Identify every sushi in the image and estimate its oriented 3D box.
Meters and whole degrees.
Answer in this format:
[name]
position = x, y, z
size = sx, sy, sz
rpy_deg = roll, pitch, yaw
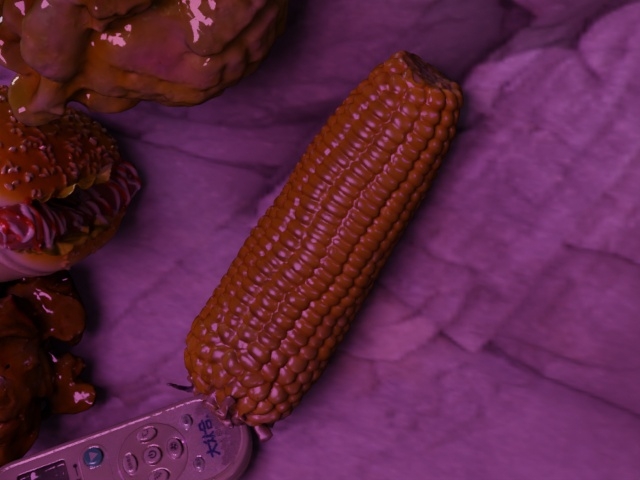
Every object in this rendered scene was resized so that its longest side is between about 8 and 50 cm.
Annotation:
[sushi]
position = -0.309, 0.094, 1.439
size = 0.204, 0.213, 0.200
rpy_deg = 0, 114, 38

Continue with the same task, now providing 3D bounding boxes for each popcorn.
[popcorn]
position = -0.137, -0.204, 1.321
size = 0.259, 0.212, 0.259
rpy_deg = 5, 71, -14

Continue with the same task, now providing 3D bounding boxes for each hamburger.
[hamburger]
position = -0.233, -0.050, 1.384
size = 0.173, 0.210, 0.116
rpy_deg = 43, 117, 7

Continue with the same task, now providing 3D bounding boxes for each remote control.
[remote control]
position = -0.158, 0.185, 1.402
size = 0.221, 0.042, 0.078
rpy_deg = -20, 62, 1

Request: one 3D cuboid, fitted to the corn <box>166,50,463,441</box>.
[corn]
position = 0.000, 0.000, 1.334
size = 0.106, 0.106, 0.305
rpy_deg = 34, 101, 21
